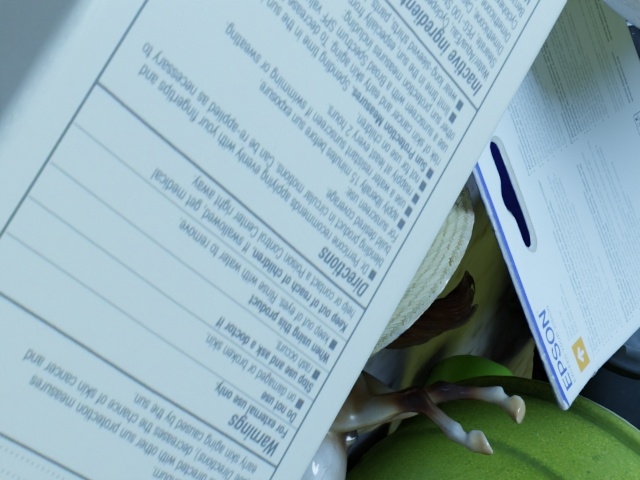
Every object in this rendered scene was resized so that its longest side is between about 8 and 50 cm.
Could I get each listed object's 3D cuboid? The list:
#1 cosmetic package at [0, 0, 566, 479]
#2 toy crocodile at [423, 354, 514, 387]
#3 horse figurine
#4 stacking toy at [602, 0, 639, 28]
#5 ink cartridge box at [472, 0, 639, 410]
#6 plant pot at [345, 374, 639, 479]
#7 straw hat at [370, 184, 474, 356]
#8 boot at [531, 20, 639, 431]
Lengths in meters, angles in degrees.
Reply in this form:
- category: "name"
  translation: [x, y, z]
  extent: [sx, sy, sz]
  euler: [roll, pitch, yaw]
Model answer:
- category: "cosmetic package"
  translation: [-0.041, -0.046, 0.402]
  extent: [0.309, 0.113, 0.160]
  euler: [-59, 137, -11]
- category: "toy crocodile"
  translation: [0.108, 0.229, 1.216]
  extent: [0.340, 0.105, 0.115]
  euler: [102, 11, -50]
- category: "horse figurine"
  translation: [0.010, 0.135, 0.821]
  extent: [0.263, 0.175, 0.066]
  euler: [-66, 154, -22]
- category: "stacking toy"
  translation: [0.244, -0.342, 0.597]
  extent: [0.350, 0.351, 0.480]
  euler: [-47, 137, -29]
- category: "ink cartridge box"
  translation: [0.124, -0.047, 0.775]
  extent: [0.224, 0.045, 0.223]
  euler: [-32, 104, -51]
- category: "plant pot"
  translation: [0.055, 0.325, 0.936]
  extent: [0.353, 0.366, 0.366]
  euler: [-24, 141, -39]
- category: "straw hat"
  translation: [0.000, 0.000, 0.702]
  extent: [0.061, 0.144, 0.144]
  euler: [46, 71, -26]
- category: "boot"
  translation: [0.235, 0.075, 1.129]
  extent: [0.445, 0.146, 0.367]
  euler: [98, 11, -49]
